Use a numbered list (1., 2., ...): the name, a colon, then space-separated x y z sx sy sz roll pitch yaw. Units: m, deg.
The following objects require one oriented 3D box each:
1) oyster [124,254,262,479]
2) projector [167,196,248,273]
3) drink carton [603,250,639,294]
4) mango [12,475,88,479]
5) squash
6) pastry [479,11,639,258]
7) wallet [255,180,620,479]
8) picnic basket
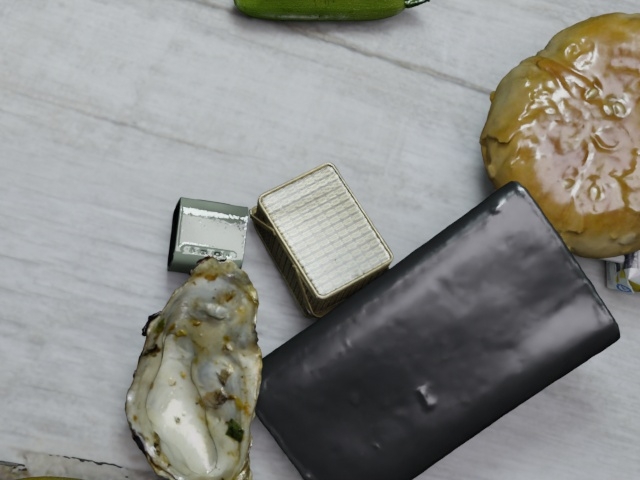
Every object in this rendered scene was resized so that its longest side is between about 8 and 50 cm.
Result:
1. oyster: -0.125 0.161 1.210 0.166 0.094 0.294 18 98 7
2. projector: -0.134 -0.002 1.267 0.082 0.083 0.083 8 79 -13
3. drink carton: 0.428 0.030 1.402 0.200 0.074 0.084 6 79 -12
4. mango: -0.264 0.346 1.131 0.330 0.175 0.176 2 112 -13
5. squash: 0.011 -0.310 1.364 0.252 0.066 0.066 -2 81 -14
6. pastry: 0.347 -0.123 1.351 0.284 0.184 0.315 39 82 3
7. wallet: 0.127 0.135 1.250 0.406 0.062 0.228 -35 94 2
8. picnic basket: 0.000 0.000 1.286 0.115 0.079 0.164 -28 76 -17
